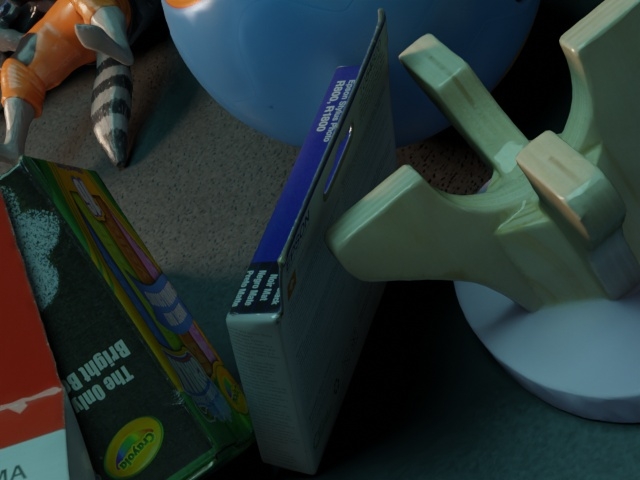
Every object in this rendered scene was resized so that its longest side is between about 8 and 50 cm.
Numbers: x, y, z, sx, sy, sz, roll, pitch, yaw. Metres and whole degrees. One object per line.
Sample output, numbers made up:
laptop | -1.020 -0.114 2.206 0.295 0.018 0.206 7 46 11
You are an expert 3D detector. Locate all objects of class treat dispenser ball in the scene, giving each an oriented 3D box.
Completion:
treat dispenser ball | 0.023 -0.207 1.252 0.288 0.288 0.288 -26 35 20

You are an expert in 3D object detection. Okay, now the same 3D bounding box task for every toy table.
toy table | 0.144 -0.026 1.034 0.252 0.161 0.274 -45 32 -10

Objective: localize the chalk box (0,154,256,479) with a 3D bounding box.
chalk box | -0.160 0.114 1.100 0.180 0.289 0.179 -33 -4 5

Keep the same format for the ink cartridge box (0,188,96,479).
ink cartridge box | -0.280 0.188 0.973 0.308 0.385 0.091 -18 -5 6

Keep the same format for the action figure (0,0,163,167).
action figure | -0.245 -0.189 1.668 0.341 0.178 0.330 -51 15 36

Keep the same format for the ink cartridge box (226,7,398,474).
ink cartridge box | 0.000 0.000 1.094 0.045 0.224 0.223 11 51 15
